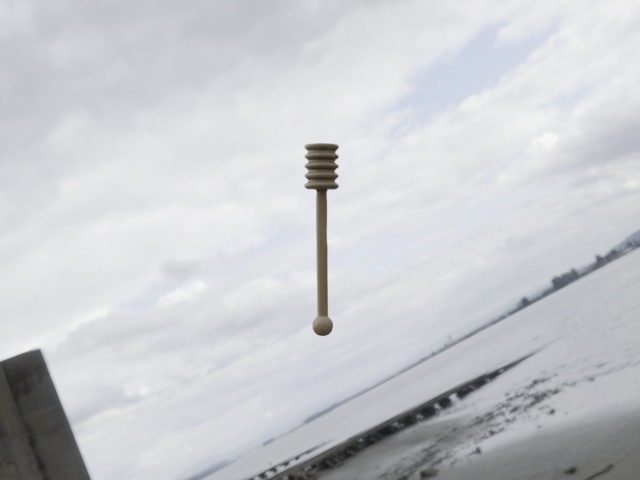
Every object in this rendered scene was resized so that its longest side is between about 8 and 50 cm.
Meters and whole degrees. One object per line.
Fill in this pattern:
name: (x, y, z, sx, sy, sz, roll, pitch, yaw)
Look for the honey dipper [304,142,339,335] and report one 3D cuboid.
honey dipper: (0.000, 0.000, 0.536, 0.030, 0.161, 0.030, 1, 1, 0)
